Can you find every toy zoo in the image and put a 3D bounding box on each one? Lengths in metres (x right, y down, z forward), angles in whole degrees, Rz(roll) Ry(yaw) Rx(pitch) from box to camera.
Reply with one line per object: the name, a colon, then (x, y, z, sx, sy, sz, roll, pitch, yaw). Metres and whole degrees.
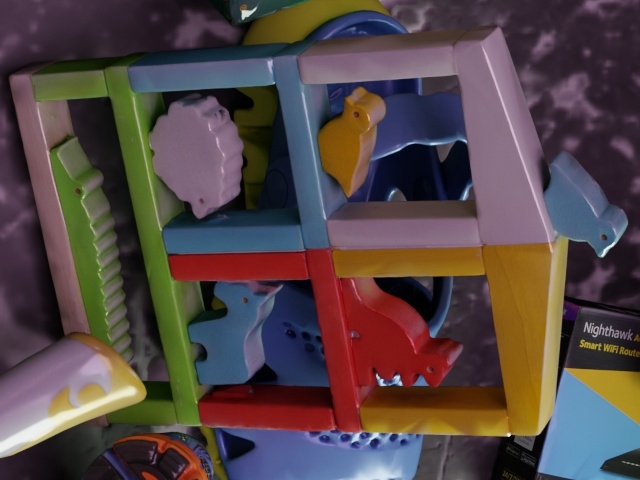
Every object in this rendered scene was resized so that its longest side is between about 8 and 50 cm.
toy zoo: (0.000, 0.000, 0.883, 0.030, 0.293, 0.192, -42, 127, -59)

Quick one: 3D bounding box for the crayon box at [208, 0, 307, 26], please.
crayon box: (0.005, -0.255, 0.860, 0.165, 0.081, 0.278, -22, 135, -21)

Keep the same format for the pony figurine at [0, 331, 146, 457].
pony figurine: (-0.284, 0.102, 0.773, 0.363, 0.303, 0.351, -54, 129, -24)

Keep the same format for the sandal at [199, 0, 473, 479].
sandal: (0.015, 0.031, 0.960, 0.126, 0.138, 0.317, -8, 107, -28)

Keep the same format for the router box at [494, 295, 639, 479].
router box: (0.199, 0.111, 1.124, 0.179, 0.046, 0.133, 10, 96, -29)

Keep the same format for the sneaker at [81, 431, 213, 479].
sneaker: (-0.107, 0.194, 0.966, 0.083, 0.087, 0.221, 32, 105, 9)
